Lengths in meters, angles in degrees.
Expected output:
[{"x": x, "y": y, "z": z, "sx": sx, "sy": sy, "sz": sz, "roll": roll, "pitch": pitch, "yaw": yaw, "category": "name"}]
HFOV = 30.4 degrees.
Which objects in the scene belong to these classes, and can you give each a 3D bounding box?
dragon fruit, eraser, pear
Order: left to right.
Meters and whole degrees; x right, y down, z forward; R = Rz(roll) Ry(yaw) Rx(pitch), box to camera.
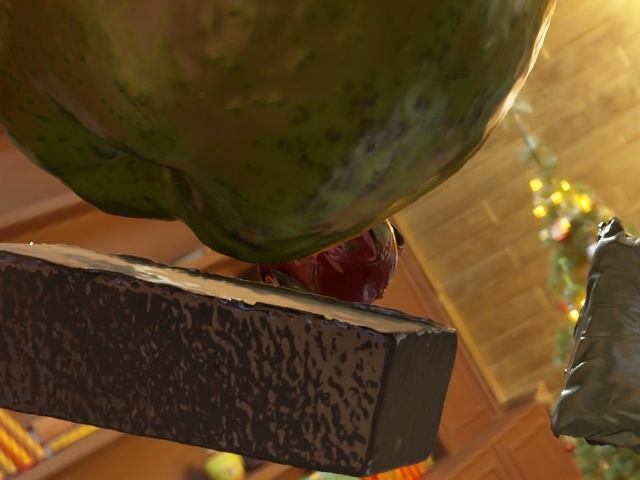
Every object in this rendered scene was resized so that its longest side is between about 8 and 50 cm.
[{"x": -0.080, "y": 0.082, "z": 0.834, "sx": 0.352, "sy": 0.111, "sz": 0.077, "roll": 11, "pitch": 10, "yaw": 0, "category": "eraser"}, {"x": -0.037, "y": -0.172, "z": 0.720, "sx": 0.391, "sy": 0.391, "sz": 0.391, "roll": -29, "pitch": -3, "yaw": -2, "category": "pear"}, {"x": 0.005, "y": 0.003, "z": 1.735, "sx": 0.224, "sy": 0.227, "sz": 0.224, "roll": -31, "pitch": 12, "yaw": 7, "category": "dragon fruit"}]

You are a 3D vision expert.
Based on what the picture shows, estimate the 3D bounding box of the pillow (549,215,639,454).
[{"x": 0.468, "y": 0.138, "z": 1.532, "sx": 0.283, "sy": 0.310, "sz": 0.138, "roll": 14, "pitch": -11, "yaw": 6, "category": "pillow"}]
